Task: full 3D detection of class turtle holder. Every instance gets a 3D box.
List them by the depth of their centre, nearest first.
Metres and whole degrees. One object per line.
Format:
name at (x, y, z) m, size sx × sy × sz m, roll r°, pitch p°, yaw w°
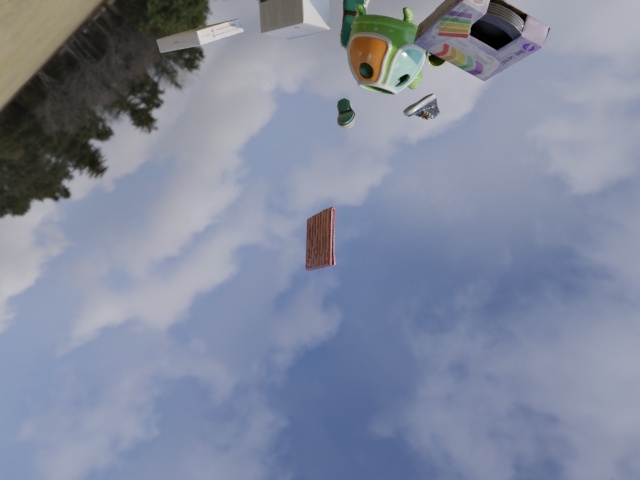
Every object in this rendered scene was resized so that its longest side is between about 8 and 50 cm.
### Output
turtle holder at (0.206, -0.577, 1.754) m, size 0.320 × 0.244 × 0.227 m, roll -33°, pitch 136°, yaw -79°

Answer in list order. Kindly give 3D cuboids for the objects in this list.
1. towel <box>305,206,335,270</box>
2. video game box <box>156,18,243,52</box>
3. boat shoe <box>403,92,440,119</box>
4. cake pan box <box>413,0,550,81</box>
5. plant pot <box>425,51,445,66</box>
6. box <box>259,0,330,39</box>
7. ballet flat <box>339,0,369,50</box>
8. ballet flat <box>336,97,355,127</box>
towel at (0.000, 0.000, 1.927) m, size 0.275 × 0.031 × 0.198 m, roll 161°, pitch -69°, yaw -71°
video game box at (-0.378, -0.642, 1.762) m, size 0.205 × 0.048 × 0.187 m, roll 7°, pitch -146°, yaw 38°
boat shoe at (0.383, -0.479, 2.088) m, size 0.183 × 0.083 × 0.065 m, roll -36°, pitch -161°, yaw -35°
cake pan box at (0.407, -0.529, 1.444) m, size 0.267 × 0.246 × 0.070 m, roll -10°, pitch -120°, yaw 71°
plant pot at (0.408, -0.679, 2.030) m, size 0.083 × 0.083 × 0.079 m, roll -38°, pitch -144°, yaw 10°
box at (-0.075, -0.664, 1.665) m, size 0.171 × 0.090 × 0.130 m, roll 3°, pitch -171°, yaw 38°
ballet flat at (0.117, -0.767, 1.909) m, size 0.077 × 0.091 × 0.240 m, roll -27°, pitch 134°, yaw -68°
ballet flat at (0.118, -0.543, 2.483) m, size 0.086 × 0.086 × 0.248 m, roll -29°, pitch -147°, yaw 24°
